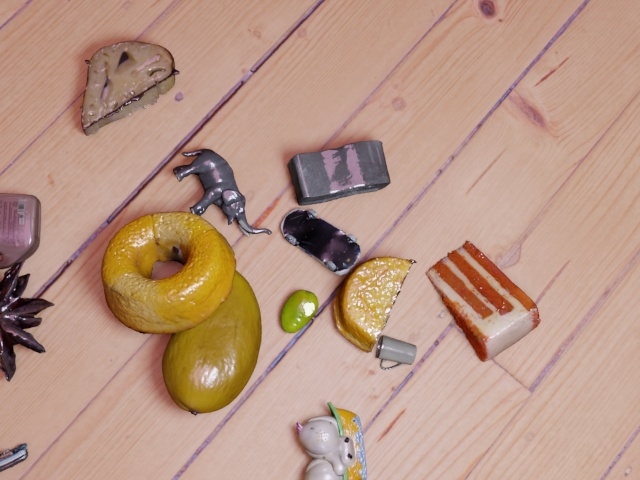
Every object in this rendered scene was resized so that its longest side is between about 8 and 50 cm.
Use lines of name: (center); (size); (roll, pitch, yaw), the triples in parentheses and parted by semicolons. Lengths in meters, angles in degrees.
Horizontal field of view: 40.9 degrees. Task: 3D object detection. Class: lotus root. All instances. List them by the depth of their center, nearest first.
lotus root: (-0.462, -0.372, 1.999); (0.261, 0.074, 0.170); (-27, 83, -9)

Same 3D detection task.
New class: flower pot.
flower pot: (0.044, -0.157, 2.002); (0.229, 0.103, 0.108); (-11, 81, -10)

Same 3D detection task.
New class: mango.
mango: (-0.224, 0.222, 1.879); (0.195, 0.142, 0.331); (25, 70, -3)
mango: (-0.050, 0.162, 1.954); (0.073, 0.056, 0.108); (29, 80, 5)

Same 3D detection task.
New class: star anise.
star anise: (-0.693, 0.164, 1.850); (0.212, 0.129, 0.282); (-17, 90, -3)

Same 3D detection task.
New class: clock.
clock: (0.024, 0.471, 1.882); (0.144, 0.103, 0.231); (-6, 78, -6)

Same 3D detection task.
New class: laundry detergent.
laundry detergent: (-0.745, -0.021, 1.897); (0.237, 0.076, 0.171); (-1, 80, -7)

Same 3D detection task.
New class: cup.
cup: (0.171, 0.262, 1.963); (0.083, 0.054, 0.075); (16, 77, -6)

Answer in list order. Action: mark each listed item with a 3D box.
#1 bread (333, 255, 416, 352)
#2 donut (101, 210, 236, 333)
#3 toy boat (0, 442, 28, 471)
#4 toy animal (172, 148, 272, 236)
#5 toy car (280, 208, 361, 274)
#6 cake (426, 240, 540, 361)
bread: (0.112, 0.124, 1.936); (0.139, 0.143, 0.229); (27, 75, -2)
donut: (-0.339, 0.056, 1.857); (0.303, 0.110, 0.303); (-5, 57, 8)
toy boat: (-0.692, 0.461, 1.819); (0.140, 0.059, 0.066); (-23, 96, -9)
toy animal: (-0.238, -0.095, 1.967); (0.137, 0.082, 0.269); (-32, 84, -10)
toy car: (0.000, 0.000, 1.982); (0.205, 0.056, 0.095); (32, 75, 22)
cake: (0.370, 0.131, 1.957); (0.158, 0.159, 0.262); (-34, 83, -8)
